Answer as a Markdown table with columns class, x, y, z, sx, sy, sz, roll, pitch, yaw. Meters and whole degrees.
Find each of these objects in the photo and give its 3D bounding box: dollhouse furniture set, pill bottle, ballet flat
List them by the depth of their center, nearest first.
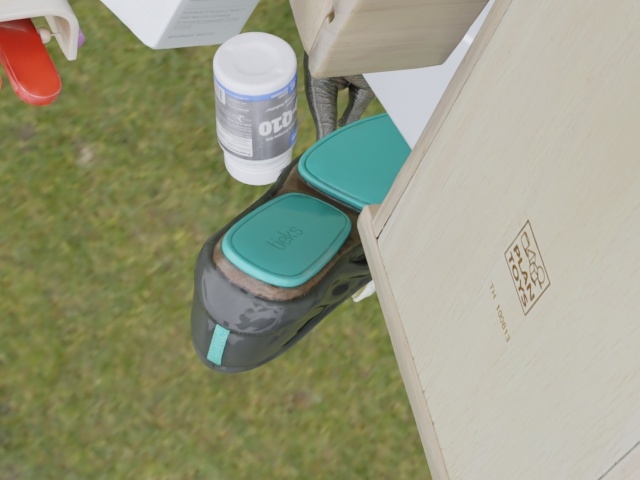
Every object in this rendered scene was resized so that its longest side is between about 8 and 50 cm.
| class | x | y | z | sx | sy | sz | roll | pitch | yaw |
| --- | --- | --- | --- | --- | --- | --- | --- | --- | --- |
| dollhouse furniture set | 0.178 | -0.051 | 0.500 | 0.198 | 0.303 | 0.286 | 118 | 140 | -59 |
| ballet flat | 0.000 | 0.000 | 1.094 | 0.095 | 0.280 | 0.096 | 33 | 124 | 17 |
| pill bottle | -0.060 | -0.121 | 1.669 | 0.078 | 0.078 | 0.137 | 17 | 142 | 14 |

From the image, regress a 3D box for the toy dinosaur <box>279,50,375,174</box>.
| class | x | y | z | sx | sy | sz | roll | pitch | yaw |
| --- | --- | --- | --- | --- | --- | --- | --- | --- | --- |
| toy dinosaur | 0.044 | -0.197 | 1.707 | 0.121 | 0.313 | 0.160 | 38 | 163 | 43 |

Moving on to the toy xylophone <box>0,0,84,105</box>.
| class | x | y | z | sx | sy | sz | roll | pitch | yaw |
| --- | --- | --- | --- | --- | --- | --- | --- | --- | --- |
| toy xylophone | -0.351 | -0.214 | 1.451 | 0.081 | 0.323 | 0.236 | -57 | 47 | 48 |

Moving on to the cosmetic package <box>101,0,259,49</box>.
| class | x | y | z | sx | sy | sz | roll | pitch | yaw |
| --- | --- | --- | --- | --- | --- | --- | --- | --- | --- |
| cosmetic package | -0.101 | -0.402 | 1.761 | 0.217 | 0.156 | 0.385 | 42 | 118 | 19 |

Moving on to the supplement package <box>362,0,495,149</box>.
| class | x | y | z | sx | sy | sz | roll | pitch | yaw |
| --- | --- | --- | --- | --- | --- | --- | --- | --- | --- |
| supplement package | 0.135 | -0.133 | 0.814 | 0.262 | 0.145 | 0.204 | 11 | 146 | 46 |
